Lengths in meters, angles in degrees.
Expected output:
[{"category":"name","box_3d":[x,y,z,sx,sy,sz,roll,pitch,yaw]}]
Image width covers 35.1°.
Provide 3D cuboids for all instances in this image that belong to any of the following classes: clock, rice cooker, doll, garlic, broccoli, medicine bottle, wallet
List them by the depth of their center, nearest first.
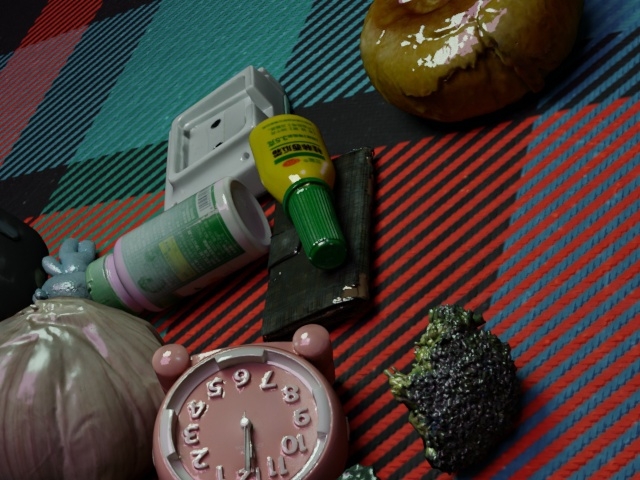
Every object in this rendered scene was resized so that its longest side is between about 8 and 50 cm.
[{"category":"broccoli","box_3d":[0.137,0.160,1.098,0.154,0.167,0.160,-25,-6,-35]},{"category":"clock","box_3d":[-0.077,0.240,1.168,0.227,0.142,0.241,-9,49,0]},{"category":"garlic","box_3d":[-0.331,0.201,1.309,0.317,0.259,0.317,1,17,0]},{"category":"medicine bottle","box_3d":[-0.023,-0.072,1.428,0.111,0.076,0.309,-8,42,-11]},{"category":"wallet","box_3d":[0.000,-0.001,1.433,0.169,0.044,0.317,-22,40,25]},{"category":"medicine bottle","box_3d":[-0.218,0.021,1.526,0.274,0.133,0.133,-27,39,15]},{"category":"clock","box_3d":[-0.166,-0.157,1.681,0.231,0.116,0.262,-27,38,18]},{"category":"rice cooker","box_3d":[-0.595,0.079,1.695,0.267,0.267,0.224,-21,38,23]},{"category":"doll","box_3d":[-0.416,0.065,1.708,0.120,0.075,0.180,3,28,-10]}]

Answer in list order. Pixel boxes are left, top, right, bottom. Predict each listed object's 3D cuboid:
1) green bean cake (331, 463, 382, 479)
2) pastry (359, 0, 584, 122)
[{"category":"green bean cake","box_3d":[0.017,0.352,1.006,0.193,0.107,0.208,-35,36,12]},{"category":"pastry","box_3d":[0.218,-0.322,1.485,0.356,0.164,0.356,-24,44,26]}]
